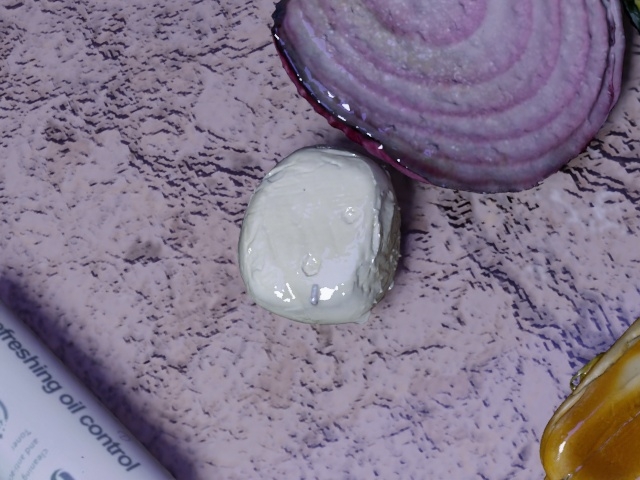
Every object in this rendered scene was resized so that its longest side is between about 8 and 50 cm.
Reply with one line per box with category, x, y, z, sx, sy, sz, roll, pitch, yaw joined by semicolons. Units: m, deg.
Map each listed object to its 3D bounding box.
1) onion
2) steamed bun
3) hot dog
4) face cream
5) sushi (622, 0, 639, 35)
onion;0.091;-0.143;1.195;0.247;0.111;0.250;36;64;-4
steamed bun;0.000;0.000;1.157;0.113;0.091;0.129;4;73;15
hot dog;0.249;0.093;1.095;0.269;0.072;0.109;-36;67;-7
face cream;-0.165;0.162;1.125;0.092;0.092;0.311;-44;70;-8
sushi;0.305;-0.219;1.085;0.285;0.328;0.328;10;86;27
